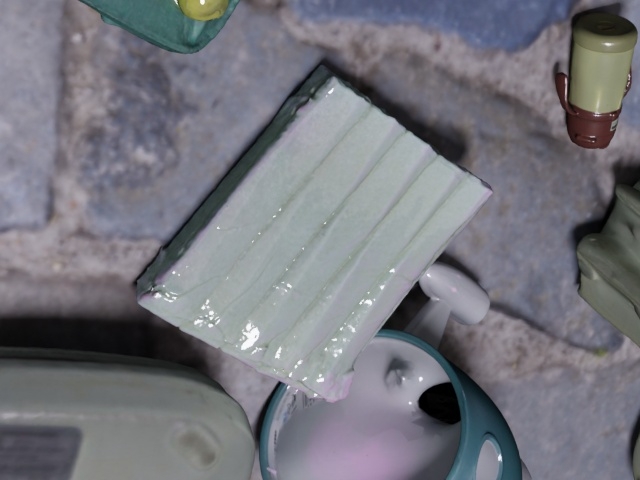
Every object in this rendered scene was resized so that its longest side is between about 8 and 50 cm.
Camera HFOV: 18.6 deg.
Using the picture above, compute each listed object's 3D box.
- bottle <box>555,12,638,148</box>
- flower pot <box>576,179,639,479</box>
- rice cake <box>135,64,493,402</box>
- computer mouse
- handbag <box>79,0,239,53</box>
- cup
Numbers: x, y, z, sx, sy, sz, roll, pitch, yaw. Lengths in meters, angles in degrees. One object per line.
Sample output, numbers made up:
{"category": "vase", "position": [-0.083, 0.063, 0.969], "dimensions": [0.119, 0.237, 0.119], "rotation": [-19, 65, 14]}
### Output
{"category": "bottle", "position": [0.200, -0.113, 1.428], "dimensions": [0.063, 0.047, 0.101], "rotation": [0, 123, -7]}
{"category": "flower pot", "position": [0.355, 0.069, 1.571], "dimensions": [0.254, 0.164, 0.367], "rotation": [-32, 131, -12]}
{"category": "rice cake", "position": [0.000, 0.000, 1.321], "dimensions": [0.189, 0.037, 0.198], "rotation": [32, 91, -32]}
{"category": "computer mouse", "position": [-0.194, 0.155, 1.245], "dimensions": [0.331, 0.095, 0.197], "rotation": [9, 108, -32]}
{"category": "handbag", "position": [-0.098, -0.257, 1.071], "dimensions": [0.274, 0.100, 0.268], "rotation": [30, 96, -45]}
{"category": "cup", "position": [0.070, 0.166, 1.409], "dimensions": [0.173, 0.167, 0.299], "rotation": [38, 63, -49]}
